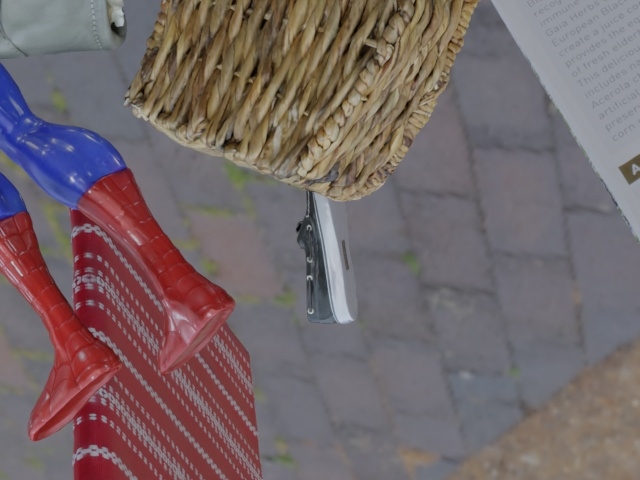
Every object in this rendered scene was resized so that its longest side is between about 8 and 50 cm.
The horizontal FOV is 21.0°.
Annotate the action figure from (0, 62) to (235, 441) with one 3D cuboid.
[{"bbox_3d":[-0.163,-0.045,0.609,0.280,0.091,0.139,54,133,10],"label":"action figure"}]

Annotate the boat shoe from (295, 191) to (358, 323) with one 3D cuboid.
[{"bbox_3d":[0.000,0.000,1.417,0.040,0.142,0.049,-8,179,17],"label":"boat shoe"}]

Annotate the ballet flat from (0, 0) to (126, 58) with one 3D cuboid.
[{"bbox_3d":[-0.068,-0.137,0.510,0.068,0.072,0.213,0,143,-17],"label":"ballet flat"}]

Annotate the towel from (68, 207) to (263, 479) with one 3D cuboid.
[{"bbox_3d":[-0.070,0.114,0.799,0.031,0.275,0.199,-18,139,12],"label":"towel"}]

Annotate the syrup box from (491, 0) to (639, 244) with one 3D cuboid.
[{"bbox_3d":[0.137,-0.047,0.598,0.096,0.237,0.093,-32,142,11],"label":"syrup box"}]

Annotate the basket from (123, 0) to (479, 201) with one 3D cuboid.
[{"bbox_3d":[0.032,-0.181,1.312,0.213,0.299,0.223,22,-178,31],"label":"basket"}]
